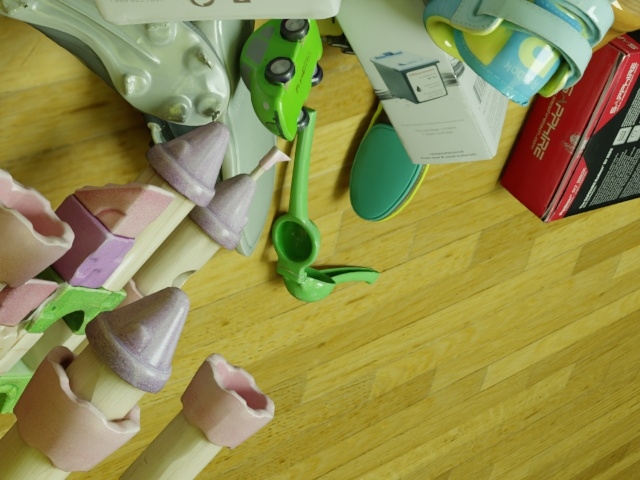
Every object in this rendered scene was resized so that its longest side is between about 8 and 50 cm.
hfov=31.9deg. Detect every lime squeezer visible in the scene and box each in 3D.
[{"bbox_3d":[0.000,0.000,1.142,0.110,0.059,0.310,-39,145,-10],"label":"lime squeezer"}]

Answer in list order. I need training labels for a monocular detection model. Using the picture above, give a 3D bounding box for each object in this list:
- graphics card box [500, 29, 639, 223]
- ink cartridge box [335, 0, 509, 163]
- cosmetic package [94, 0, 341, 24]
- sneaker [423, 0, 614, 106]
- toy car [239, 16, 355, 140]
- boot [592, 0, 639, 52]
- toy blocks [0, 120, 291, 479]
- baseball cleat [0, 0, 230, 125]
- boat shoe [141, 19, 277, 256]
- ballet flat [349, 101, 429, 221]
[{"bbox_3d":[0.404,-0.164,1.373,0.370,0.094,0.233,-13,135,-38],"label":"graphics card box"},{"bbox_3d":[0.091,-0.176,0.906,0.191,0.082,0.140,55,42,-41],"label":"ink cartridge box"},{"bbox_3d":[-0.060,-0.244,0.653,0.151,0.151,0.184,73,23,-53],"label":"cosmetic package"},{"bbox_3d":[0.191,-0.192,0.712,0.127,0.319,0.208,30,67,-25],"label":"sneaker"},{"bbox_3d":[-0.019,-0.176,0.852,0.239,0.053,0.225,71,30,-54],"label":"toy car"},{"bbox_3d":[0.168,-0.265,0.982,0.104,0.295,0.211,-64,-167,-20],"label":"boot"},{"bbox_3d":[-0.165,0.002,0.743,0.260,0.309,0.288,-47,163,8],"label":"toy blocks"},{"bbox_3d":[-0.148,-0.155,0.746,0.206,0.109,0.072,34,104,-33],"label":"baseball cleat"},{"bbox_3d":[-0.096,-0.102,0.901,0.303,0.091,0.114,86,17,-47],"label":"boat shoe"},{"bbox_3d":[0.092,-0.122,1.102,0.077,0.077,0.231,-33,146,-49],"label":"ballet flat"}]
